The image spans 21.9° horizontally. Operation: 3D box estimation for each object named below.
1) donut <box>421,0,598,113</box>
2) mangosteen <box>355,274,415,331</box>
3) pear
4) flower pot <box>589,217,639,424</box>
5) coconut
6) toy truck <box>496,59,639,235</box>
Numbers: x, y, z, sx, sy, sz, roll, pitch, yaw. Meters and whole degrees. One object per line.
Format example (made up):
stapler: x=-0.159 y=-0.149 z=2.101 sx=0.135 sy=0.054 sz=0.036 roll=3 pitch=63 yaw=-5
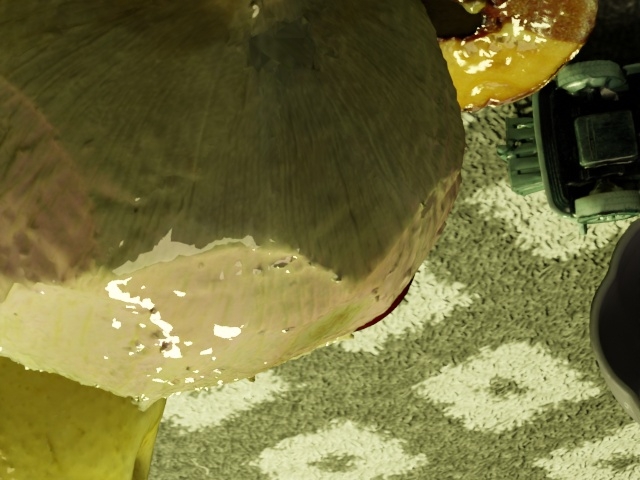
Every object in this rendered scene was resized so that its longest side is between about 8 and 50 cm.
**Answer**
donut: x=0.132 y=-0.188 z=1.285 sx=0.141 sy=0.085 sz=0.217 roll=12 pitch=143 yaw=-21
mangosteen: x=0.000 y=0.000 z=1.480 sx=0.200 sy=0.200 sz=0.200 roll=-2 pitch=144 yaw=-2
pear: x=-0.303 y=0.158 z=1.527 sx=0.348 sy=0.348 sz=0.348 roll=-2 pitch=144 yaw=-2
flower pot: x=0.397 y=0.110 z=1.613 sx=0.265 sy=0.265 sz=0.243 roll=-9 pitch=158 yaw=7
coconut: x=-0.090 y=-0.092 z=1.153 sx=0.405 sy=0.404 sz=0.404 roll=-2 pitch=144 yaw=-2
toy truck: x=0.318 y=-0.085 z=1.389 sx=0.338 sy=0.133 sz=0.184 roll=-9 pitch=172 yaw=10
